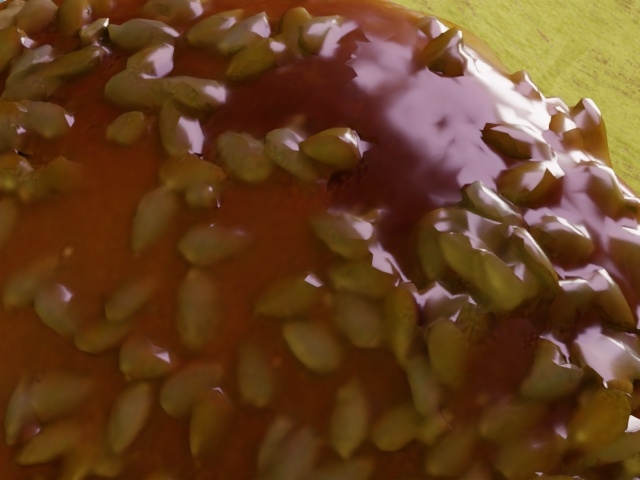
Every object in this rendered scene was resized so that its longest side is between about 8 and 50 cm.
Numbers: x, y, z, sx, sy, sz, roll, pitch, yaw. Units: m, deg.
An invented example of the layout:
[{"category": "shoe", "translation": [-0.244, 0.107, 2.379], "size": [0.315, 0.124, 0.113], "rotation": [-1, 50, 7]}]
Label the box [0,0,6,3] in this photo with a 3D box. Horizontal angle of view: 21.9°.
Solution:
[{"category": "box", "translation": [-0.268, -0.150, 0.957], "size": [0.265, 0.048, 0.273], "rotation": [42, -17, -1]}]

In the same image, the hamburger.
[{"category": "hamburger", "translation": [-0.022, 0.074, 0.421], "size": [0.291, 0.291, 0.225], "rotation": [32, 2, 11]}]

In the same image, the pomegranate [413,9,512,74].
[{"category": "pomegranate", "translation": [0.006, -0.015, 0.976], "size": [0.307, 0.307, 0.307], "rotation": [30, 8, -5]}]
